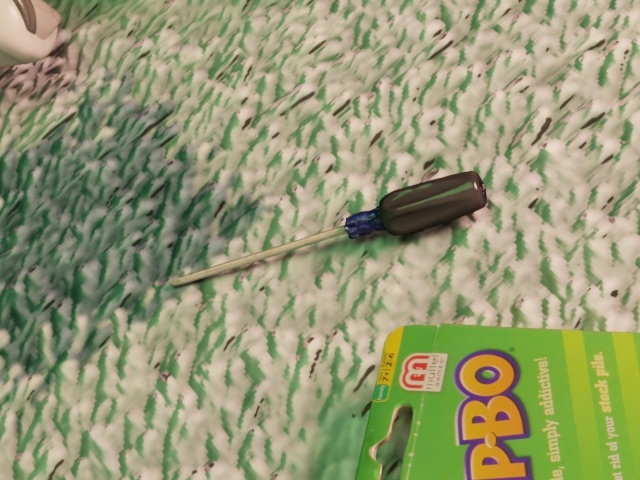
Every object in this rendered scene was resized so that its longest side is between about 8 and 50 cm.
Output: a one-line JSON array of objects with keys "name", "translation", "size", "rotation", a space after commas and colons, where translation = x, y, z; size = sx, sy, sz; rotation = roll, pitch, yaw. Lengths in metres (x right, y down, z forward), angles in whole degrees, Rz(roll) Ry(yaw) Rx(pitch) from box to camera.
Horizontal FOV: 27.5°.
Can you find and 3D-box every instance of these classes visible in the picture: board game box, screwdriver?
[{"name": "board game box", "translation": [0.139, 0.096, 0.508], "size": [0.259, 0.039, 0.124], "rotation": [2, 59, 22]}, {"name": "screwdriver", "translation": [0.000, 0.000, 0.640], "size": [0.170, 0.024, 0.025], "rotation": [-19, 25, 13]}]

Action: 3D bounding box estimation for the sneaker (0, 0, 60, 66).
[{"name": "sneaker", "translation": [-0.285, -0.115, 0.804], "size": [0.297, 0.111, 0.129], "rotation": [3, 76, 30]}]
